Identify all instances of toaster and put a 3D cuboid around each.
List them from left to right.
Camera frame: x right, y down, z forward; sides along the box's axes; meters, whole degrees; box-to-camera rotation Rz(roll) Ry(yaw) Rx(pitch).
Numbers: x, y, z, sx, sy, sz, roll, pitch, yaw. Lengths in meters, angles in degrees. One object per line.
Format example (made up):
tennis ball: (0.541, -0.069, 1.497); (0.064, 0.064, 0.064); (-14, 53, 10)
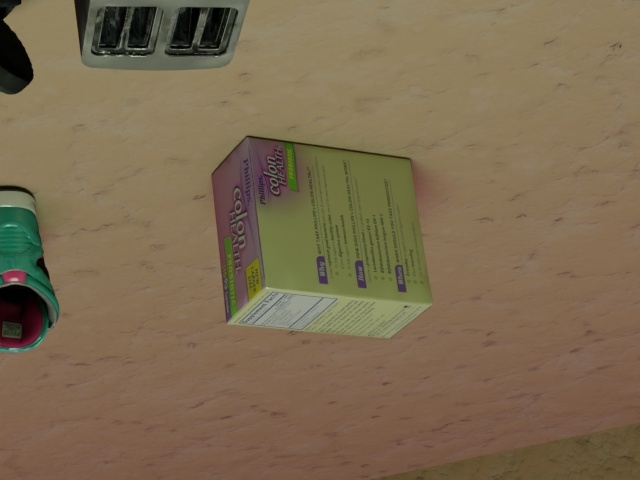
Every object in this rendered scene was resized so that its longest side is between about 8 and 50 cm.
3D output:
toaster: (-0.166, -0.256, 1.817); (0.168, 0.110, 0.186); (0, 155, -14)

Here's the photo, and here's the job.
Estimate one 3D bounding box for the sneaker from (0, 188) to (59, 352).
sneaker: (-0.411, 0.073, 2.380); (0.124, 0.178, 0.295); (-3, 155, -9)

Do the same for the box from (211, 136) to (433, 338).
box: (0.000, 0.000, 2.293); (0.243, 0.213, 0.117); (7, 152, -28)

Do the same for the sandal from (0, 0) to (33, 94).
sandal: (-0.365, -0.273, 1.683); (0.107, 0.167, 0.446); (-35, 150, 4)
